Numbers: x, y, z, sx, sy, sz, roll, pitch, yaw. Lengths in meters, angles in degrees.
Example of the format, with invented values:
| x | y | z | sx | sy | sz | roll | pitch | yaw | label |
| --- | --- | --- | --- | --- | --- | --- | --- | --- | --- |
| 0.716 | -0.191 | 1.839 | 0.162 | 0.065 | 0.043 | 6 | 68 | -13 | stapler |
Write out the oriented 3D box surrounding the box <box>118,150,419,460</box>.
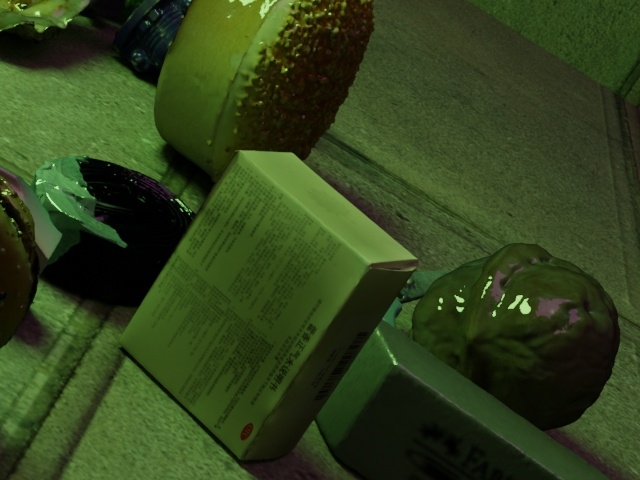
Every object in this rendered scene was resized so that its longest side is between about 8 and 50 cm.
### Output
| x | y | z | sx | sy | sz | roll | pitch | yaw | label |
| --- | --- | --- | --- | --- | --- | --- | --- | --- | --- |
| -0.045 | 0.054 | 1.623 | 0.168 | 0.212 | 0.095 | 42 | 20 | 25 | box |

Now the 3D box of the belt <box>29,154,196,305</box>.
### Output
| x | y | z | sx | sy | sz | roll | pitch | yaw | label |
| --- | --- | --- | --- | --- | --- | --- | --- | --- | --- |
| -0.199 | -0.013 | 1.751 | 0.151 | 0.078 | 0.198 | 44 | 23 | 25 | belt |

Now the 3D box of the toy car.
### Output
| x | y | z | sx | sy | sz | roll | pitch | yaw | label |
| --- | --- | --- | --- | --- | --- | --- | --- | --- | --- |
| -0.127 | -0.247 | 2.324 | 0.235 | 0.172 | 0.158 | -8 | 58 | -56 | toy car |

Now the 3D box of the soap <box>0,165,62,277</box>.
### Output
| x | y | z | sx | sy | sz | roll | pitch | yaw | label |
| --- | --- | --- | --- | --- | --- | --- | --- | --- | --- |
| -0.291 | -0.017 | 1.577 | 0.149 | 0.100 | 0.056 | 32 | 19 | -6 | soap |

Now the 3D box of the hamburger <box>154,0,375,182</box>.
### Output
| x | y | z | sx | sy | sz | roll | pitch | yaw | label |
| --- | --- | --- | --- | --- | --- | --- | --- | --- | --- |
| -0.057 | -0.197 | 2.113 | 0.170 | 0.302 | 0.302 | 26 | 18 | 8 | hamburger |

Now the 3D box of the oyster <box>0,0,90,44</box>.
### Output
| x | y | z | sx | sy | sz | roll | pitch | yaw | label |
| --- | --- | --- | --- | --- | --- | --- | --- | --- | --- |
| -0.317 | -0.327 | 2.171 | 0.337 | 0.133 | 0.197 | -22 | 97 | -43 | oyster |

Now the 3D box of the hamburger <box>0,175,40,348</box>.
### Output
| x | y | z | sx | sy | sz | roll | pitch | yaw | label |
| --- | --- | --- | --- | --- | --- | --- | --- | --- | --- |
| -0.295 | 0.027 | 1.382 | 0.185 | 0.177 | 0.113 | -10 | 20 | 6 | hamburger |

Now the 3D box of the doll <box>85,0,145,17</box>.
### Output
| x | y | z | sx | sy | sz | roll | pitch | yaw | label |
| --- | --- | --- | --- | --- | --- | --- | --- | --- | --- |
| -0.282 | -0.311 | 2.395 | 0.115 | 0.050 | 0.190 | 34 | 20 | 35 | doll |

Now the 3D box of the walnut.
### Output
| x | y | z | sx | sy | sz | roll | pitch | yaw | label |
| --- | --- | --- | --- | --- | --- | --- | --- | --- | --- |
| 0.193 | 0.104 | 1.915 | 0.224 | 0.224 | 0.224 | 29 | 19 | -11 | walnut |

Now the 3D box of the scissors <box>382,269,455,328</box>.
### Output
| x | y | z | sx | sy | sz | roll | pitch | yaw | label |
| --- | --- | --- | --- | --- | --- | --- | --- | --- | --- |
| 0.077 | 0.054 | 2.019 | 0.360 | 0.029 | 0.191 | -5 | 56 | -56 | scissors |

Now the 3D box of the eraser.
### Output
| x | y | z | sx | sy | sz | roll | pitch | yaw | label |
| --- | --- | --- | --- | --- | --- | --- | --- | --- | --- |
| 0.148 | 0.212 | 1.698 | 0.352 | 0.111 | 0.077 | 35 | 21 | 5 | eraser |
